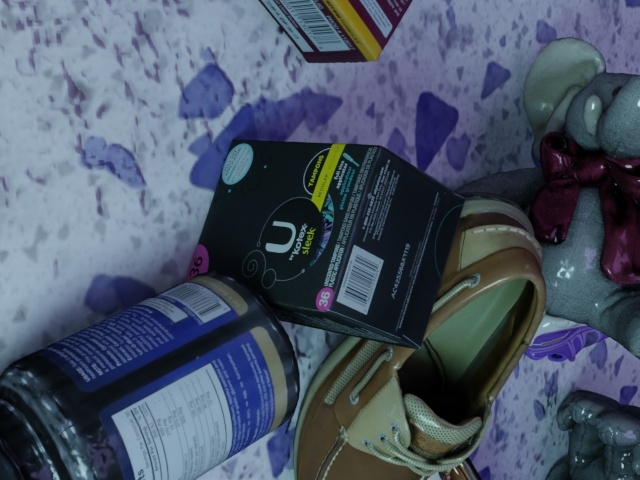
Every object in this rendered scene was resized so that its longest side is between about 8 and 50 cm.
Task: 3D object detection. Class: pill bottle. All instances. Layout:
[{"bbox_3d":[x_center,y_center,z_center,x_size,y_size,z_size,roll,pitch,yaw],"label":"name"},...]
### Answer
[{"bbox_3d":[-0.130,0.113,0.634,0.219,0.123,0.123,-26,114,-36],"label":"pill bottle"}]

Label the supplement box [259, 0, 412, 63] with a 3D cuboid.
[{"bbox_3d":[0.032,-0.243,0.775,0.104,0.081,0.188,47,64,-39],"label":"supplement box"}]

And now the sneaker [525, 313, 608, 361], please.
[{"bbox_3d":[0.284,0.102,1.116,0.170,0.068,0.071,-1,112,-37],"label":"sneaker"}]

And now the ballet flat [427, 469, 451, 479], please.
[{"bbox_3d":[0.090,0.285,0.922,0.091,0.077,0.241,-18,109,-32],"label":"ballet flat"}]

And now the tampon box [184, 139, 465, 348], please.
[{"bbox_3d":[0.000,0.000,0.724,0.101,0.161,0.120,27,76,-42],"label":"tampon box"}]

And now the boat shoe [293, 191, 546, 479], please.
[{"bbox_3d":[0.071,0.119,0.769,0.122,0.120,0.324,16,115,-18],"label":"boat shoe"}]

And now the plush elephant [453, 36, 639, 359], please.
[{"bbox_3d":[0.268,-0.051,0.928,0.330,0.272,0.255,-10,120,-73],"label":"plush elephant"}]

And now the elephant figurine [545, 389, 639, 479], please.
[{"bbox_3d":[0.311,0.303,1.121,0.169,0.186,0.239,-65,173,-85],"label":"elephant figurine"}]

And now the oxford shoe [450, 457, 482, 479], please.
[{"bbox_3d":[0.137,0.273,0.980,0.076,0.076,0.212,-22,106,2],"label":"oxford shoe"}]
